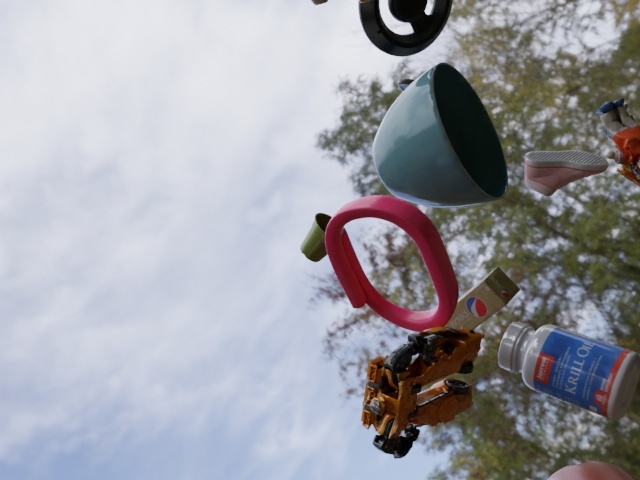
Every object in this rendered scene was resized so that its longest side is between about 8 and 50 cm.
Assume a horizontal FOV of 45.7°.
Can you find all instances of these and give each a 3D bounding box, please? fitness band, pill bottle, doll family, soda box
[{"bbox_3d":[0.125,0.046,1.318,0.054,0.209,0.290,-57,-48,-42],"label":"fitness band"},{"bbox_3d":[0.434,0.221,1.342,0.124,0.222,0.124,-25,-57,-47],"label":"pill bottle"},{"bbox_3d":[0.572,-0.168,1.253,0.263,0.163,0.118,-23,-13,-8],"label":"doll family"},{"bbox_3d":[0.294,0.127,1.446,0.058,0.061,0.181,-36,-10,-40],"label":"soda box"}]

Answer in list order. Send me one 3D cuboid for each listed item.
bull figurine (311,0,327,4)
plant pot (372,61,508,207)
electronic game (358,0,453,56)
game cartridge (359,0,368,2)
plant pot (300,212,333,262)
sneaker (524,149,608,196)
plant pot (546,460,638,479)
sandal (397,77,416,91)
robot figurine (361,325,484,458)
[{"bbox_3d":[0.016,-0.527,1.168,0.188,0.101,0.310,37,-109,-76],"label":"bull figurine"},{"bbox_3d":[0.222,-0.182,1.531,0.195,0.290,0.290,-24,-17,32],"label":"plant pot"},{"bbox_3d":[0.177,-0.491,1.546,0.229,0.048,0.229,-13,-62,-26],"label":"electronic game"},{"bbox_3d":[0.195,-0.556,1.385,0.324,0.285,0.052,-15,-46,1],"label":"game cartridge"},{"bbox_3d":[0.000,0.000,1.532,0.083,0.083,0.079,-1,-42,-53],"label":"plant pot"},{"bbox_3d":[0.404,-0.110,1.263,0.051,0.134,0.070,-79,-10,-57],"label":"sneaker"},{"bbox_3d":[0.449,0.481,1.151,0.272,0.272,0.265,-63,2,8],"label":"plant pot"},{"bbox_3d":[0.248,-0.336,1.887,0.219,0.090,0.060,47,-123,-64],"label":"sandal"},{"bbox_3d":[0.170,0.242,1.276,0.291,0.085,0.211,-6,-73,-47],"label":"robot figurine"}]
